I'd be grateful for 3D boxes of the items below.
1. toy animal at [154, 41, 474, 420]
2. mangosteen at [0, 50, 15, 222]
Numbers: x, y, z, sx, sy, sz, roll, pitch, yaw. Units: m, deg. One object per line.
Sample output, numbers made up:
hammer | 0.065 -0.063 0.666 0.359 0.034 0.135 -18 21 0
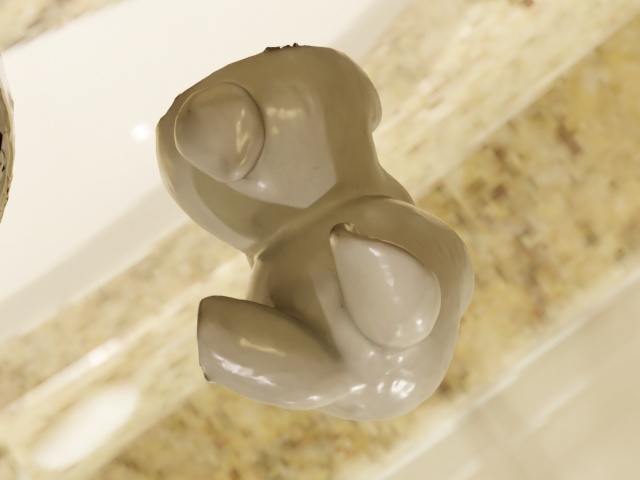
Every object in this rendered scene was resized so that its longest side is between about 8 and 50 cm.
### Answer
toy animal | -0.006 -0.005 0.970 0.127 0.193 0.178 -27 155 13
mangosteen | -0.314 -0.033 0.902 0.306 0.306 0.359 -14 145 -55
